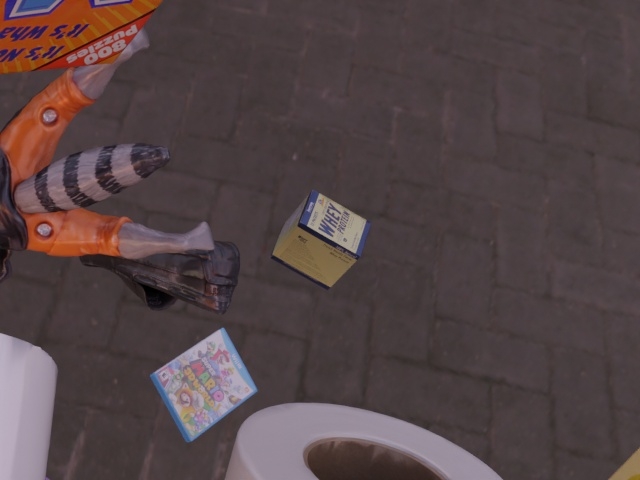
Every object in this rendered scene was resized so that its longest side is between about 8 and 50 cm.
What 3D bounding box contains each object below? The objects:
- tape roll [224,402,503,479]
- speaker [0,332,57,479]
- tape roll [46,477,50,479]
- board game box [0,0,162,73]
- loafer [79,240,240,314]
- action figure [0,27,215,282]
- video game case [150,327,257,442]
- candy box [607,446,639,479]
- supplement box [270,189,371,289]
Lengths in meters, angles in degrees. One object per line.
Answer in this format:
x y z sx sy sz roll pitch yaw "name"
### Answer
0.027 0.264 0.888 0.246 0.169 0.246 16 14 -4 "tape roll"
-0.111 0.096 0.314 0.055 0.055 0.136 4 58 -10 "speaker"
-0.398 0.453 1.417 0.090 0.275 0.275 -14 50 5 "tape roll"
-0.245 -0.329 0.575 0.356 0.356 0.356 -18 71 -51 "board game box"
-0.174 0.033 1.108 0.223 0.078 0.076 5 1 40 "loafer"
-0.288 -0.078 0.870 0.330 0.341 0.178 -17 24 0 "action figure"
-0.179 0.223 1.673 0.166 0.015 0.119 -32 95 -48 "video game case"
0.242 0.070 0.385 0.087 0.316 0.183 40 9 -15 "candy box"
0.000 0.000 1.262 0.083 0.083 0.056 29 49 -11 "supplement box"
